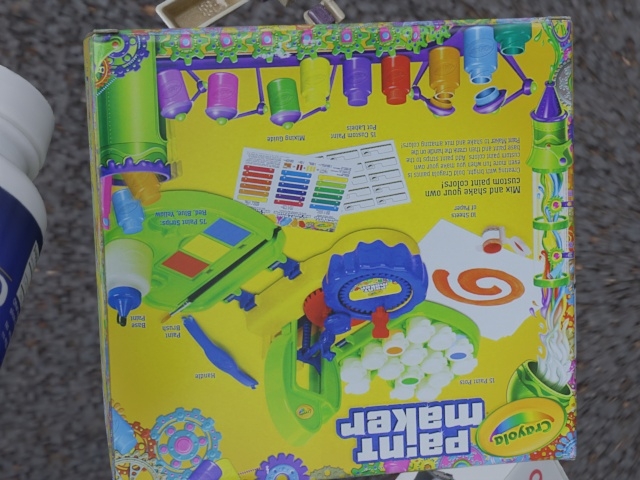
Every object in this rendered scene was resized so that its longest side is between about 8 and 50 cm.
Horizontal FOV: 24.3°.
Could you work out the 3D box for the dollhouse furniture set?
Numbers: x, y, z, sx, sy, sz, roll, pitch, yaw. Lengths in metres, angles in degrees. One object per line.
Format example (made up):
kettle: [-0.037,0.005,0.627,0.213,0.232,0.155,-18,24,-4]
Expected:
dollhouse furniture set: [-0.048,-0.175,1.048,0.114,0.081,0.091,-35,79,-22]

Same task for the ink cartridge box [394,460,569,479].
ink cartridge box: [0.132,0.360,1.519,0.131,0.226,0.306,16,54,47]

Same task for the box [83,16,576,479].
box: [0.000,0.000,0.961,0.290,0.177,0.279,-3,97,-10]

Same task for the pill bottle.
pill bottle: [-0.194,0.008,0.708,0.112,0.112,0.187,4,60,17]
